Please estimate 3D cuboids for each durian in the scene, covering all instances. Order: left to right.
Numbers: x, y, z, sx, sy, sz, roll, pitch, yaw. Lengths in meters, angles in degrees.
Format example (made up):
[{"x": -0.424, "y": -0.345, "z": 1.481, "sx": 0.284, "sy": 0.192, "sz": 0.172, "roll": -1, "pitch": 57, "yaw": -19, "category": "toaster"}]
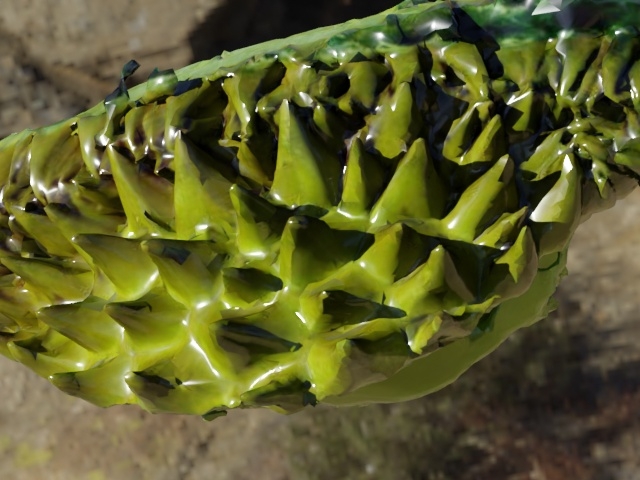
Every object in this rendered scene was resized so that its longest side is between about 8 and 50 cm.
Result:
[{"x": -0.002, "y": -0.007, "z": 0.492, "sx": 0.375, "sy": 0.107, "sz": 0.132, "roll": -8, "pitch": -4, "yaw": 23, "category": "durian"}]
